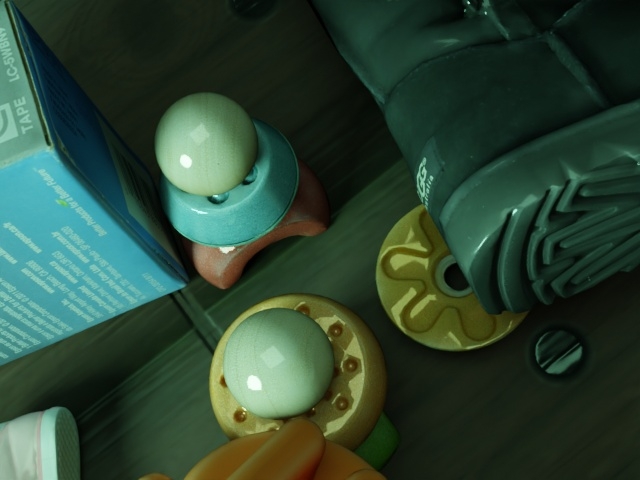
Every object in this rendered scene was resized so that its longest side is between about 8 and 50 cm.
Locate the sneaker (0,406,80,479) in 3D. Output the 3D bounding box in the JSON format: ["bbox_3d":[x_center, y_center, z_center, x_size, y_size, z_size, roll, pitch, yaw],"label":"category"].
[{"bbox_3d":[-0.186,0.172,0.827,0.070,0.051,0.134,-10,65,10],"label":"sneaker"}]

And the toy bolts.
[{"bbox_3d":[0.000,0.000,0.791,0.218,0.158,0.228,-36,67,-3],"label":"toy bolts"}]

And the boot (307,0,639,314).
[{"bbox_3d":[0.157,-0.201,0.854,0.367,0.146,0.445,-16,53,-15],"label":"boot"}]

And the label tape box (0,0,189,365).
[{"bbox_3d":[-0.275,0.016,0.798,0.333,0.240,0.106,-23,68,2],"label":"label tape box"}]

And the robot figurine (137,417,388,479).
[{"bbox_3d":[-0.026,0.185,0.712,0.158,0.219,0.128,6,47,-8],"label":"robot figurine"}]
